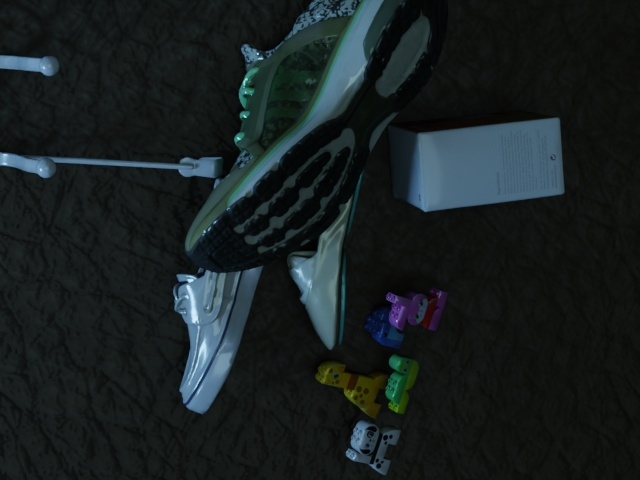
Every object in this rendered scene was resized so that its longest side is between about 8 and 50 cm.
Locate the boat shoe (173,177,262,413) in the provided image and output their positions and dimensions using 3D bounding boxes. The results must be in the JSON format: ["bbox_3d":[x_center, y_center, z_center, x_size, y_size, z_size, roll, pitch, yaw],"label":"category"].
[{"bbox_3d":[-0.124,0.060,1.746,0.088,0.096,0.268,18,93,-11],"label":"boat shoe"}]

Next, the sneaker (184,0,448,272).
[{"bbox_3d":[-0.032,-0.144,1.709,0.410,0.182,0.158,-52,145,-11],"label":"sneaker"}]

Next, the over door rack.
[{"bbox_3d":[-0.253,-0.190,1.669,0.324,0.108,0.240,1,99,-14],"label":"over door rack"}]

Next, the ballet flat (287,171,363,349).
[{"bbox_3d":[0.000,0.000,1.777,0.086,0.086,0.248,7,92,-14],"label":"ballet flat"}]

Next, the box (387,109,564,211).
[{"bbox_3d":[0.178,-0.095,1.775,0.170,0.130,0.091,-7,101,-13],"label":"box"}]

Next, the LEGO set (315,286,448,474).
[{"bbox_3d":[0.055,0.149,1.803,0.093,0.087,0.227,15,95,-31],"label":"LEGO set"}]
